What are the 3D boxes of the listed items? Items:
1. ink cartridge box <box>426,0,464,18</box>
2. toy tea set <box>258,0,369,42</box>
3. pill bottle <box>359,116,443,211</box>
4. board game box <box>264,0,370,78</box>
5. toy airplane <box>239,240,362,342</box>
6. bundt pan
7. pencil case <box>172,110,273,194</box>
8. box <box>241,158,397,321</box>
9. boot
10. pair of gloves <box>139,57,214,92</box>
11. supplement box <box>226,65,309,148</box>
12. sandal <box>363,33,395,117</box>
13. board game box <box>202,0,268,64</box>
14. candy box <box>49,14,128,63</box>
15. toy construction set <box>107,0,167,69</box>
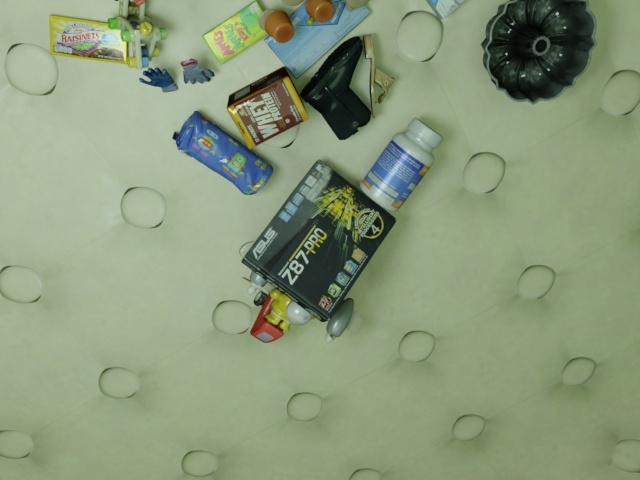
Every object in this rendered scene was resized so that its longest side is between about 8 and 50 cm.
[{"bbox_3d":[0.366,-0.706,1.616,0.122,0.052,0.088,-41,113,11],"label":"ink cartridge box"},{"bbox_3d":[-0.028,-0.681,1.531,0.336,0.124,0.200,-29,145,-1],"label":"toy tea set"},{"bbox_3d":[0.256,-0.237,1.769,0.152,0.152,0.272,30,109,-19],"label":"pill bottle"},{"bbox_3d":[-0.010,-0.612,1.630,0.281,0.027,0.145,-39,115,11],"label":"board game box"},{"bbox_3d":[-0.055,0.167,1.857,0.385,0.272,0.385,-6,115,-4],"label":"toy airplane"},{"bbox_3d":[0.622,-0.576,1.670,0.330,0.124,0.331,-2,115,-5],"label":"bundt pan"},{"bbox_3d":[-0.292,-0.254,1.711,0.306,0.119,0.133,34,78,-20],"label":"pencil case"},{"bbox_3d":[0.000,0.000,1.745,0.318,0.097,0.395,37,74,-3],"label":"box"},{"bbox_3d":[0.084,-0.444,1.687,0.207,0.094,0.246,40,90,-34],"label":"boot"},{"bbox_3d":[-0.402,-0.460,1.594,0.198,0.159,0.023,-10,84,3],"label":"pair of gloves"},{"bbox_3d":[-0.151,-0.383,1.628,0.191,0.194,0.129,-26,116,6],"label":"supplement box"},{"bbox_3d":[0.180,-0.484,1.680,0.079,0.088,0.240,-8,111,3],"label":"sandal"},{"bbox_3d":[-0.231,-0.585,1.606,0.181,0.043,0.092,-30,115,8],"label":"board game box"},{"bbox_3d":[-0.640,-0.556,1.580,0.205,0.027,0.105,5,111,-9],"label":"candy box"},{"bbox_3d":[-0.455,-0.627,1.459,0.151,0.215,0.328,-5,144,-43],"label":"toy construction set"}]
